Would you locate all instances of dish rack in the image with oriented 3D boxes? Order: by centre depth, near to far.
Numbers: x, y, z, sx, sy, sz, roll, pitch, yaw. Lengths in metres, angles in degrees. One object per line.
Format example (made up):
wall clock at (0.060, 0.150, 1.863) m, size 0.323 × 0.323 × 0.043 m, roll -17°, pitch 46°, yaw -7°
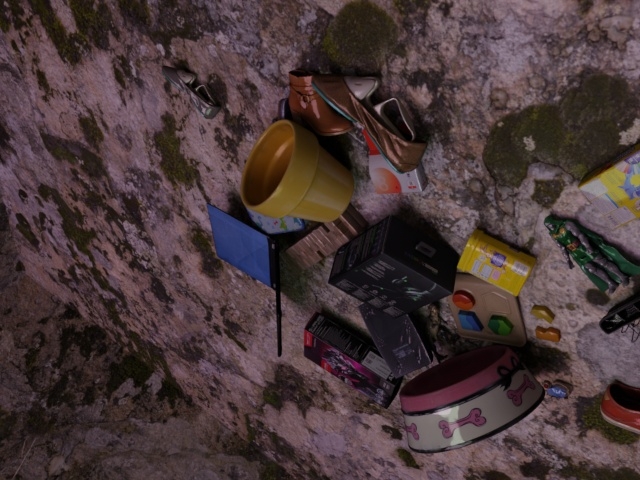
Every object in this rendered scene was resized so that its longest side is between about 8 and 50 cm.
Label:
dish rack at (0.816, 0.217, 1.456) m, size 0.271 × 0.074 × 0.208 m, roll 41°, pitch 142°, yaw 3°

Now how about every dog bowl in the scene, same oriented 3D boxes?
dog bowl at (0.402, 0.429, 1.776) m, size 0.408 × 0.407 × 0.151 m, roll -29°, pitch 84°, yaw 50°

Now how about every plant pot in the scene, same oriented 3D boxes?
plant pot at (-0.050, -0.163, 1.710) m, size 0.238 × 0.254 × 0.254 m, roll 22°, pitch 154°, yaw -34°

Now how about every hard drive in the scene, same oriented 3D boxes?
hard drive at (0.236, 0.283, 1.961) m, size 0.172 × 0.054 × 0.255 m, roll -36°, pitch 78°, yaw 41°

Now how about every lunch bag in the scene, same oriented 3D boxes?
lunch bag at (-0.137, -0.111, 1.979) m, size 0.218 × 0.090 × 0.176 m, roll -4°, pitch 119°, yaw 42°

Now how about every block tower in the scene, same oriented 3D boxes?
block tower at (0.000, 0.000, 1.957) m, size 0.097 × 0.091 × 0.335 m, roll 48°, pitch 141°, yaw -4°

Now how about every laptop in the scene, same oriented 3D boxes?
laptop at (-0.251, 0.140, 2.126) m, size 0.236 × 0.408 × 0.382 m, roll -2°, pitch 151°, yaw -4°

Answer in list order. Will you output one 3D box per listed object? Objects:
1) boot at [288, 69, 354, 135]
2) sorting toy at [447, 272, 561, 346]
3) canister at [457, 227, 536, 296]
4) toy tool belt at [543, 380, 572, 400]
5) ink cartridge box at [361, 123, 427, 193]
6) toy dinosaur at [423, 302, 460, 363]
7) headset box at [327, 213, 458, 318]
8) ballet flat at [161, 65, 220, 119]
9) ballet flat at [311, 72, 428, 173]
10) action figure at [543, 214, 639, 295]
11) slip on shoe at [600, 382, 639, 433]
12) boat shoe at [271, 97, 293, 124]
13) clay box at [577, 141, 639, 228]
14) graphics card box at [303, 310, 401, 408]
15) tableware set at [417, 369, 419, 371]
boot at (-0.004, -0.359, 1.648) m, size 0.197 × 0.073 × 0.153 m, roll 15°, pitch 130°, yaw 28°
sorting toy at (0.492, 0.201, 1.749) m, size 0.307 × 0.041 × 0.229 m, roll 5°, pitch 128°, yaw 39°
canister at (0.451, 0.058, 1.630) m, size 0.169 × 0.073 × 0.126 m, roll 28°, pitch 138°, yaw 17°
toy tool belt at (0.666, 0.426, 1.796) m, size 0.083 × 0.051 × 0.052 m, roll 5°, pitch 128°, yaw 39°
ink cartridge box at (0.186, -0.206, 1.643) m, size 0.145 × 0.045 × 0.179 m, roll 0°, pitch 127°, yaw 40°
toy dinosaur at (0.351, 0.300, 1.939) m, size 0.118 × 0.064 × 0.268 m, roll 42°, pitch 139°, yaw 32°
headset box at (0.205, 0.077, 1.751) m, size 0.246 × 0.131 × 0.283 m, roll 29°, pitch 146°, yaw -19°
ballet flat at (-0.381, -0.459, 1.902) m, size 0.068 × 0.072 × 0.213 m, roll -40°, pitch 96°, yaw 24°
ballet flat at (0.131, -0.316, 1.544) m, size 0.342 × 0.116 × 0.124 m, roll 47°, pitch 121°, yaw 4°
action figure at (0.610, 0.025, 1.474) m, size 0.232 × 0.063 × 0.137 m, roll 43°, pitch 145°, yaw 6°
slip on shoe at (0.870, 0.439, 1.584) m, size 0.331 × 0.123 × 0.101 m, roll 11°, pitch 128°, yaw 41°
boat shoe at (-0.104, -0.317, 1.775) m, size 0.066 × 0.066 × 0.183 m, roll 22°, pitch 137°, yaw 27°
clay box at (0.658, -0.126, 1.294) m, size 0.127 × 0.053 × 0.222 m, roll 46°, pitch 140°, yaw -3°
graphics card box at (0.111, 0.421, 2.220) m, size 0.370 × 0.094 × 0.233 m, roll 29°, pitch 149°, yaw 16°
tableware set at (0.253, 0.361, 2.082) m, size 0.128 × 0.039 × 0.194 m, roll -7°, pitch 130°, yaw 45°
